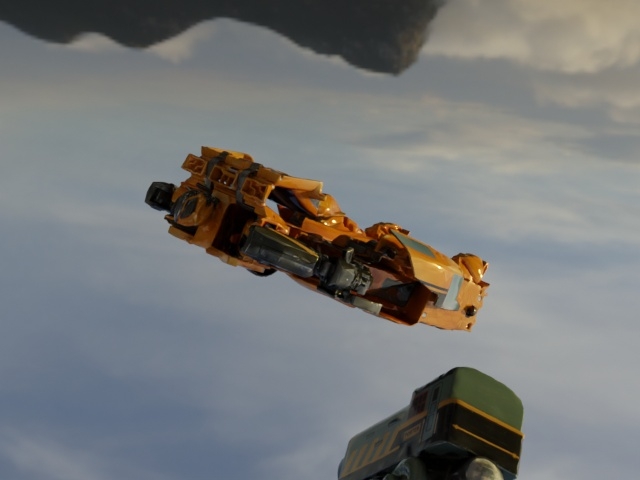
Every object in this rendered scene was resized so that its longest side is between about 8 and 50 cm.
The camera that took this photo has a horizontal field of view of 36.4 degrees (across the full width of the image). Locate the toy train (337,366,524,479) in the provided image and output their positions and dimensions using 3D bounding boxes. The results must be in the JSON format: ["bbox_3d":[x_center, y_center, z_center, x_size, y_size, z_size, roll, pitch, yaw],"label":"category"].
[{"bbox_3d":[0.105,0.276,1.115,0.142,0.190,0.334,28,144,-12],"label":"toy train"}]

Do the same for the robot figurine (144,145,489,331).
[{"bbox_3d":[0.000,0.000,0.800,0.291,0.085,0.211,22,-179,-44],"label":"robot figurine"}]
